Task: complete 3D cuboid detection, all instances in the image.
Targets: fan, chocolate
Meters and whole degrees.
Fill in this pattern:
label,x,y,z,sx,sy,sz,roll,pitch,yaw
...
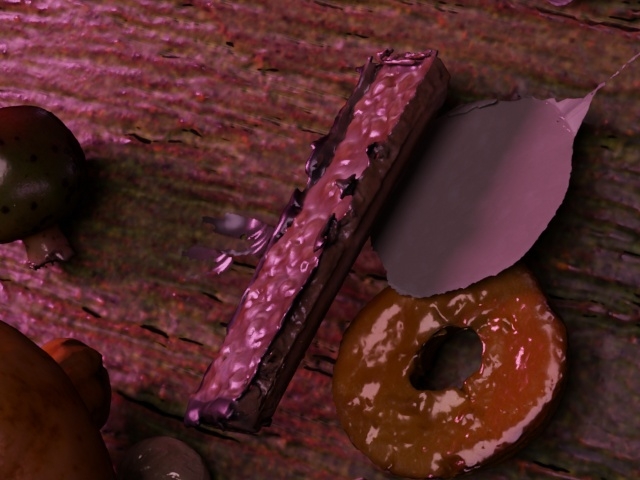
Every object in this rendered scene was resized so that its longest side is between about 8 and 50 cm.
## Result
label,x,y,z,sx,sy,sz,roll,pitch,yaw
fan,0.162,-0.077,1.170,0.310,0.010,0.182,-38,41,11
chocolate,0.003,0.003,1.189,0.329,0.065,0.102,-62,21,-15

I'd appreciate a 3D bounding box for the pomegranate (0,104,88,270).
label,x,y,z,sx,sy,sz,roll,pitch,yaw
pomegranate,-0.249,-0.049,1.327,0.130,0.130,0.130,-6,74,22

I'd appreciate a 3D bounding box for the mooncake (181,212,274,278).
label,x,y,z,sx,sy,sz,roll,pitch,yaw
mooncake,-0.053,0.141,1.218,0.150,0.057,0.347,5,75,12

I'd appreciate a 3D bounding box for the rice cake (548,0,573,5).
label,x,y,z,sx,sy,sz,roll,pitch,yaw
rice cake,0.043,-0.274,1.281,0.399,0.064,0.070,25,78,27

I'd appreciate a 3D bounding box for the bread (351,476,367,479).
label,x,y,z,sx,sy,sz,roll,pitch,yaw
bread,0.037,0.289,1.096,0.107,0.136,0.241,-13,72,18

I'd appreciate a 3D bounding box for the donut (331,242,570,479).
label,x,y,z,sx,sy,sz,roll,pitch,yaw
donut,0.099,0.094,1.162,0.178,0.065,0.162,-30,61,15

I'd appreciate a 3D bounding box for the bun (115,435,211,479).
label,x,y,z,sx,sy,sz,roll,pitch,yaw
bun,-0.126,0.190,1.237,0.086,0.055,0.086,-7,73,24

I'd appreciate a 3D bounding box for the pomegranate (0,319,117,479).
label,x,y,z,sx,sy,sz,roll,pitch,yaw
pomegranate,-0.304,0.198,1.166,0.410,0.410,0.410,-6,74,22
